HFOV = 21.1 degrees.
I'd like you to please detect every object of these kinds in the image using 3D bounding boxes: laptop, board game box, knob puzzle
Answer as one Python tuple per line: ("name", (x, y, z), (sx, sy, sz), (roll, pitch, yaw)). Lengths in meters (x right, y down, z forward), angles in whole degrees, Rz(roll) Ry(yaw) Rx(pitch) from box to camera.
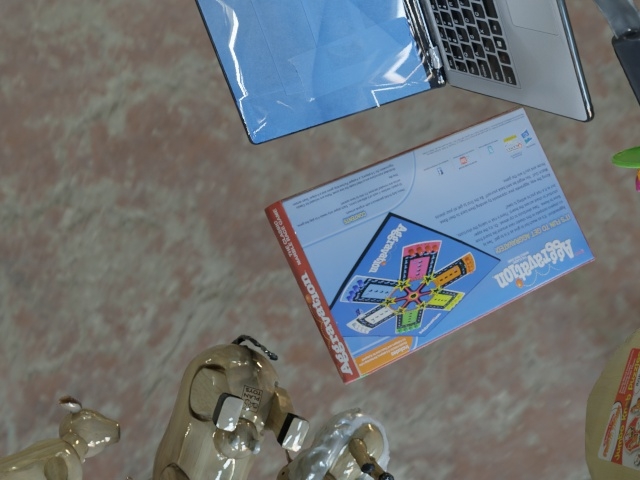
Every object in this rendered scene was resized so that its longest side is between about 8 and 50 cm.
("laptop", (0.061, -0.285, 2.005), (0.236, 0.408, 0.382), (-36, 124, -24))
("board game box", (0.093, -0.003, 1.348), (0.281, 0.027, 0.145), (-23, 86, -40))
("knob puzzle", (0.326, 0.174, 1.764), (0.030, 0.213, 0.213), (19, 60, -14))

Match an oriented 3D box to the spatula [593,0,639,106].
("spatula", (0.155, -0.117, 0.895), (0.296, 0.084, 0.030), (47, 40, -45))

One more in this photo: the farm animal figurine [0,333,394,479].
("farm animal figurine", (-0.142, 0.222, 1.571), (0.330, 0.172, 0.327), (38, 91, -28))

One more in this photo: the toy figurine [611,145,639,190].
("toy figurine", (0.438, -0.031, 2.014), (0.173, 0.130, 0.159), (-6, 102, 17))
